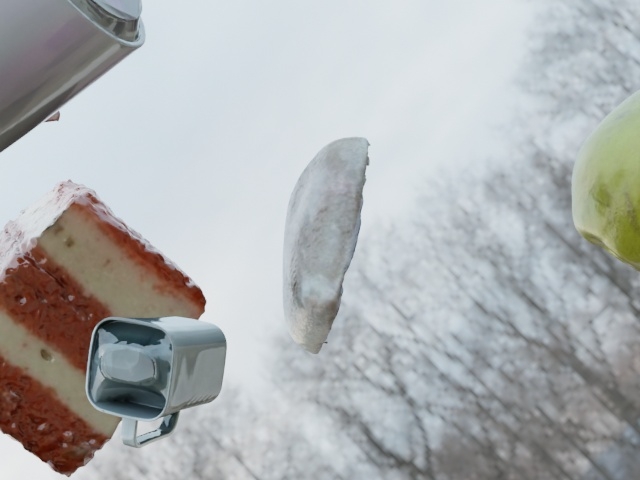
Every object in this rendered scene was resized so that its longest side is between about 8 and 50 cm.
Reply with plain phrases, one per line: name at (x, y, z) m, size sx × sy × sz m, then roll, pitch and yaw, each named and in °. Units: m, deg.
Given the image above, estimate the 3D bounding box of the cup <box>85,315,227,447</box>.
cup at (-0.164, 0.140, 1.427) m, size 0.129 × 0.095 × 0.128 m, roll 0°, pitch -83°, yaw -66°

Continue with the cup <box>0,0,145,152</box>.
cup at (-0.401, -0.223, 1.612) m, size 0.371 × 0.253 × 0.253 m, roll -37°, pitch -11°, yaw 13°

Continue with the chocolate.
chocolate at (0.000, 0.000, 1.969) m, size 0.185 × 0.100 × 0.303 m, roll 116°, pitch 164°, yaw -62°

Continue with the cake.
cake at (-0.351, 0.108, 1.975) m, size 0.319 × 0.269 × 0.270 m, roll -49°, pitch 19°, yaw -2°

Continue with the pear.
pear at (0.497, -0.100, 2.001) m, size 0.307 × 0.253 × 0.253 m, roll -55°, pitch -12°, yaw -5°

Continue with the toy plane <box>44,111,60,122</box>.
toy plane at (-0.516, -0.280, 2.049) m, size 0.223 × 0.326 × 0.104 m, roll -28°, pitch -6°, yaw -28°
